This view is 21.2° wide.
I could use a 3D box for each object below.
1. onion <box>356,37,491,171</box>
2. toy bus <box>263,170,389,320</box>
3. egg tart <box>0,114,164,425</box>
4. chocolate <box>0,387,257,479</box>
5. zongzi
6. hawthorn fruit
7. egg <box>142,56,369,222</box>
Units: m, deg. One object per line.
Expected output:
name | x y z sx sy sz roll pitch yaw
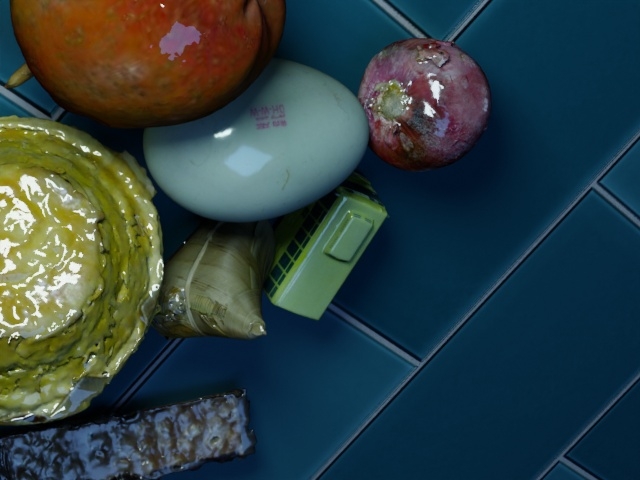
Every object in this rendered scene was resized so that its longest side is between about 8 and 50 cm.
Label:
onion | 0.135 -0.154 1.986 0.195 0.159 0.159 5 121 -54
toy bus | 0.000 0.000 2.048 0.088 0.101 0.175 23 108 -35
egg tart | -0.316 0.025 1.787 0.341 0.132 0.341 3 78 -12
chocolate | -0.241 0.252 2.129 0.329 0.065 0.102 -9 106 -22
zongzi | -0.088 0.041 1.947 0.194 0.197 0.099 -52 128 -30
hawthorn fruit | -0.196 -0.231 1.708 0.298 0.277 0.277 -29 131 15
egg | -0.068 -0.113 1.884 0.264 0.183 0.182 -8 125 -29
